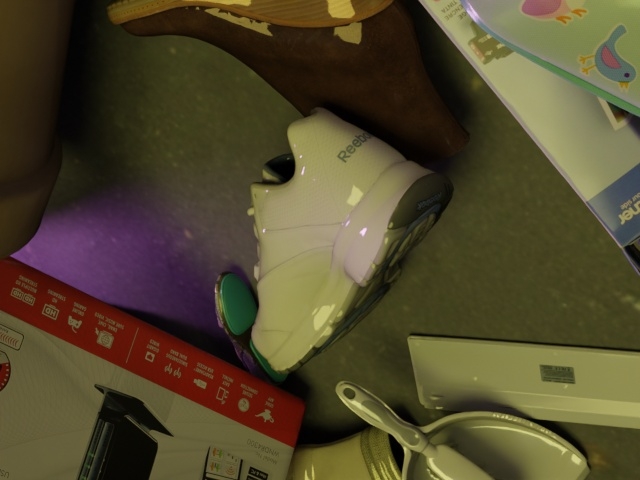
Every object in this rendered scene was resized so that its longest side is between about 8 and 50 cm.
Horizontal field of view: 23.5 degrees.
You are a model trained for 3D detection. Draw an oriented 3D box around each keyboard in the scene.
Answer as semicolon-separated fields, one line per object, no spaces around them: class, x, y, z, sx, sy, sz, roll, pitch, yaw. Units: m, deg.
keyboard;0.194;0.116;1.247;0.256;0.014;0.072;3;117;25

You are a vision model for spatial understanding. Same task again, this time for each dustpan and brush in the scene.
dustpan and brush;0.100;0.181;1.265;0.211;0.060;0.147;36;90;6

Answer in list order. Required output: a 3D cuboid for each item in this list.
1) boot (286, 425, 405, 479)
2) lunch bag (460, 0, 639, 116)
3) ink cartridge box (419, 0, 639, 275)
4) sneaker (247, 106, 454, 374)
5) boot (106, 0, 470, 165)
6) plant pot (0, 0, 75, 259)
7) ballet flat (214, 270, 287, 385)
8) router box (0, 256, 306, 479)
boot;0.055;0.259;1.371;0.165;0.077;0.213;-21;109;33
lunch bag;0.205;-0.178;0.875;0.224;0.279;0.108;25;130;-4
ink cartridge box;0.147;-0.114;1.001;0.065;0.186;0.311;-35;101;15
sneaker;0.000;0.000;1.198;0.129;0.111;0.297;44;143;9
boot;-0.030;-0.128;1.147;0.248;0.090;0.207;-6;126;41
plant pot;-0.309;-0.181;1.141;0.323;0.323;0.280;32;113;5
ballet flat;-0.069;0.078;1.337;0.041;0.041;0.114;-15;112;33
router box;-0.194;0.211;1.237;0.335;0.301;0.082;29;155;-32
